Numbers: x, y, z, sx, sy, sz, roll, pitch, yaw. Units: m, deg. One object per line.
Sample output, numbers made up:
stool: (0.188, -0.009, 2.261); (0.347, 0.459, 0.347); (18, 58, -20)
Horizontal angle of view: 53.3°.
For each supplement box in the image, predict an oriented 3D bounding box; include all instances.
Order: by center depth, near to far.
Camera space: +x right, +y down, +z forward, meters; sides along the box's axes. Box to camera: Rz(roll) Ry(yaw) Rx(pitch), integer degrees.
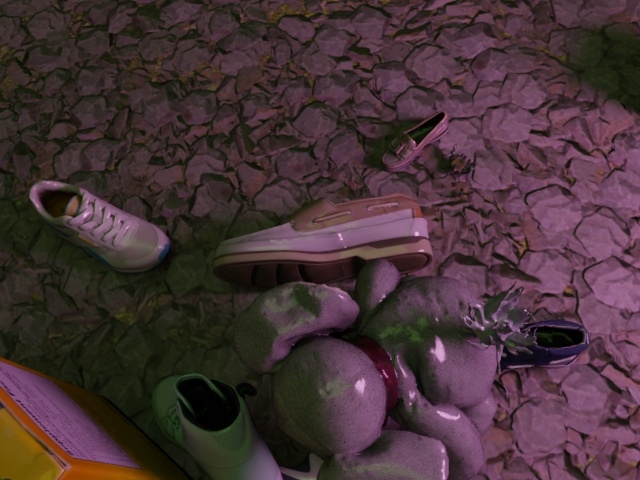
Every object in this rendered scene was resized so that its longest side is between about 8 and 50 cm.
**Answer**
supplement box: (-0.312, 0.270, 0.680); (0.194, 0.356, 0.195); (35, 75, 20)

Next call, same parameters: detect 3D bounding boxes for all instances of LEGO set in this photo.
LEGO set: (0.208, -0.102, 0.953); (0.054, 0.023, 0.083); (10, 82, 14)

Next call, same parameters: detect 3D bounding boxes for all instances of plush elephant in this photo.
plush elephant: (0.053, 0.153, 0.686); (0.255, 0.330, 0.272); (-17, 72, -15)

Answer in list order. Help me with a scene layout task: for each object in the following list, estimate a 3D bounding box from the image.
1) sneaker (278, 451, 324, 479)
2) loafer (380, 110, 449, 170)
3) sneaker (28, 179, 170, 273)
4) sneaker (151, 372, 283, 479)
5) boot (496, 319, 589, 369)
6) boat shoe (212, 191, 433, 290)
sneaker: (-0.025, 0.349, 0.749); (0.235, 0.094, 0.153); (-25, 57, -14)
loafer: (0.142, -0.156, 0.971); (0.125, 0.039, 0.045); (-36, 68, -8)
sneaker: (-0.333, -0.021, 0.951); (0.228, 0.092, 0.087); (20, 70, 14)
sneaker: (-0.143, 0.192, 0.764); (0.094, 0.151, 0.256); (-33, 35, -27)
boot: (0.237, 0.128, 0.812); (0.189, 0.086, 0.069); (-4, 67, 6)
boat shoe: (0.000, 0.000, 0.893); (0.302, 0.113, 0.103); (-4, 65, -6)
